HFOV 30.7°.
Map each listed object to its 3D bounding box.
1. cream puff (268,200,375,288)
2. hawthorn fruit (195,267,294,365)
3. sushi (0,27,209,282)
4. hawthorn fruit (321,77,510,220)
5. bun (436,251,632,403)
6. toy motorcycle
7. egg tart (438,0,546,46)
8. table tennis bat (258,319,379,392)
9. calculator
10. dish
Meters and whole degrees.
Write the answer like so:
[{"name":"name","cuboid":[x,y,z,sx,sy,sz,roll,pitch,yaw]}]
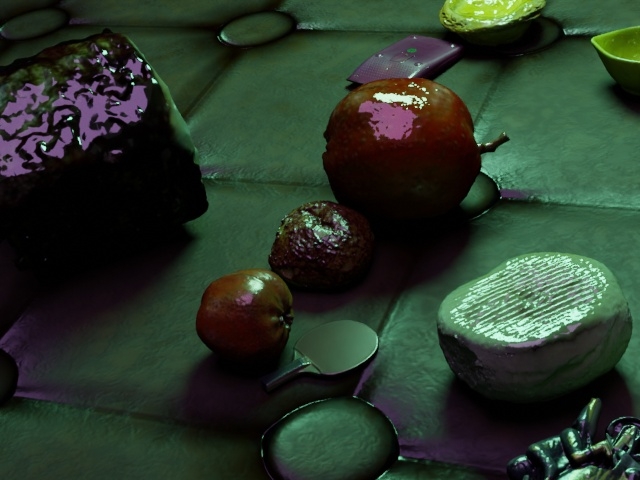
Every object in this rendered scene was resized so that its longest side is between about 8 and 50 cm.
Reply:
[{"name":"cream puff","cuboid":[0.000,0.000,1.542,0.149,0.084,0.149,-8,33,5]},{"name":"hawthorn fruit","cuboid":[-0.092,0.093,1.411,0.128,0.128,0.128,-7,35,5]},{"name":"sushi","cuboid":[-0.345,-0.127,1.639,0.294,0.281,0.299,-26,44,-11]},{"name":"hawthorn fruit","cuboid":[0.130,-0.122,1.583,0.253,0.205,0.205,0,36,6]},{"name":"bun","cuboid":[0.244,0.103,1.316,0.221,0.108,0.221,-12,28,6]},{"name":"toy motorcycle","cuboid":[0.251,0.235,1.165,0.124,0.061,0.193,21,53,27]},{"name":"egg tart","cuboid":[0.299,-0.390,2.022,0.191,0.074,0.191,-8,36,6]},{"name":"table tennis bat","cuboid":[-0.002,0.141,1.405,0.158,0.014,0.095,-25,39,-23]},{"name":"calculator","cuboid":[0.146,-0.302,1.974,0.126,0.034,0.190,19,43,37]},{"name":"dish","cuboid":[0.515,-0.268,1.791,0.207,0.080,0.149,15,39,34]}]
